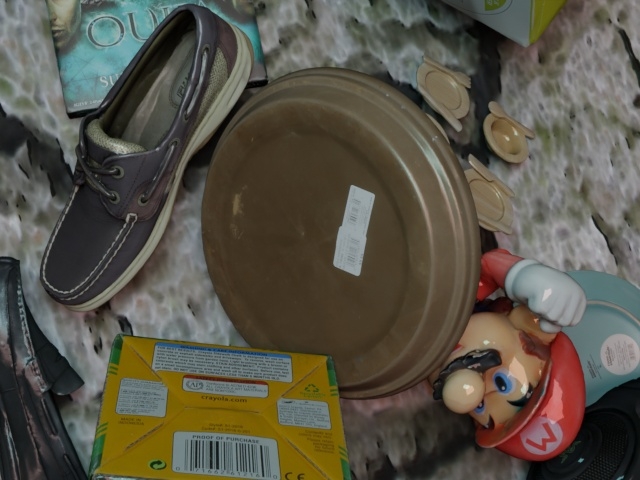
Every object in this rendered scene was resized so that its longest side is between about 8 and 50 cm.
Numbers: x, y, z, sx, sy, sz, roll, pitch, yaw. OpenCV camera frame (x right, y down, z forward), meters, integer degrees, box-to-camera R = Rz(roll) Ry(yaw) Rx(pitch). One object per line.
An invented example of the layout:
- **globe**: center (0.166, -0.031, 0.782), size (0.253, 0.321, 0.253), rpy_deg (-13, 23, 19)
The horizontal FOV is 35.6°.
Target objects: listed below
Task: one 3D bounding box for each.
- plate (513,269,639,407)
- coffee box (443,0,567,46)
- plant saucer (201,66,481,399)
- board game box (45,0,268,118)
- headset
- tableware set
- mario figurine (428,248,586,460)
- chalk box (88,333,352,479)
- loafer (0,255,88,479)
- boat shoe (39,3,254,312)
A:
- **plate**: center (0.253, 0.120, 0.933), size (0.188, 0.024, 0.188), rpy_deg (1, 83, -6)
- **coffee box**: center (0.125, -0.425, 0.774), size (0.334, 0.338, 0.338), rpy_deg (34, 81, 18)
- **plant saucer**: center (0.000, 0.000, 0.810), size (0.041, 0.278, 0.278), rpy_deg (-17, 85, -51)
- **board game box**: center (-0.150, -0.190, 0.914), size (0.186, 0.026, 0.126), rpy_deg (-11, 86, -8)
- **headset**: center (0.247, 0.266, 0.877), size (0.394, 0.185, 0.243), rpy_deg (-22, 95, -22)
- **tableware set**: center (0.133, -0.091, 0.907), size (0.141, 0.020, 0.169), rpy_deg (36, 47, -14)
- **mario figurine**: center (0.088, 0.059, 0.831), size (0.170, 0.198, 0.320), rpy_deg (-41, 83, -18)
- **chalk box**: center (-0.091, 0.246, 0.772), size (0.180, 0.179, 0.289), rpy_deg (7, 116, -8)
- **loafer**: center (-0.242, 0.121, 0.847), size (0.078, 0.076, 0.223), rpy_deg (-10, 90, -13)
- **boat shoe**: center (-0.163, -0.074, 0.840), size (0.103, 0.092, 0.285), rpy_deg (35, 92, 28)
